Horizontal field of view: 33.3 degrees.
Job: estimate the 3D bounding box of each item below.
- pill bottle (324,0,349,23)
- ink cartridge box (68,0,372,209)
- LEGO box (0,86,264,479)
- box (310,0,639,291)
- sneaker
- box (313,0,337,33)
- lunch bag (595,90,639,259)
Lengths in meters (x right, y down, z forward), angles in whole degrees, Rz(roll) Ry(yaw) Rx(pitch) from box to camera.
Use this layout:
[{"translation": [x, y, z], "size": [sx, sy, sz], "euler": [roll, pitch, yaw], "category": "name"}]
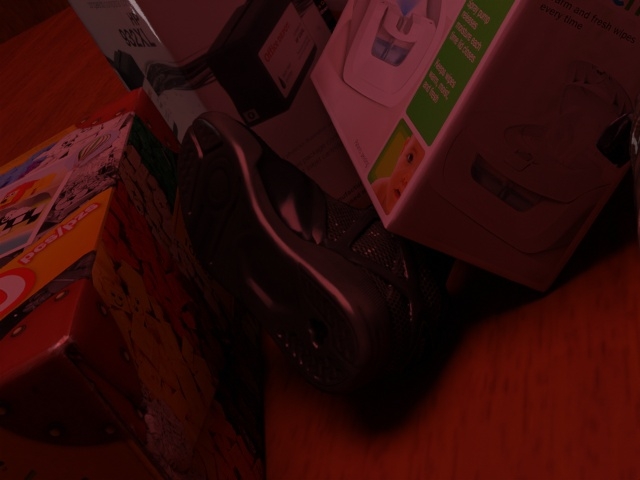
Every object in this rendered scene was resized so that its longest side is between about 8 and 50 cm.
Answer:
[{"translation": [0.075, -0.194, 0.893], "size": [0.121, 0.216, 0.121], "euler": [-27, 26, 14], "category": "pill bottle"}, {"translation": [-0.089, -0.158, 0.912], "size": [0.129, 0.307, 0.223], "euler": [-38, 24, -14], "category": "ink cartridge box"}, {"translation": [-0.292, 0.149, 0.708], "size": [0.500, 0.193, 0.372], "euler": [-28, 25, 9], "category": "LEGO box"}, {"translation": [0.119, -0.138, 0.701], "size": [0.231, 0.127, 0.262], "euler": [-61, 23, 22], "category": "box"}, {"translation": [0.000, 0.000, 0.690], "size": [0.130, 0.087, 0.227], "euler": [-4, 40, -44], "category": "sneaker"}, {"translation": [0.098, -0.308, 1.046], "size": [0.322, 0.079, 0.257], "euler": [-41, -3, 27], "category": "box"}, {"translation": [0.261, -0.021, 0.371], "size": [0.305, 0.212, 0.256], "euler": [-22, 12, 23], "category": "lunch bag"}]
